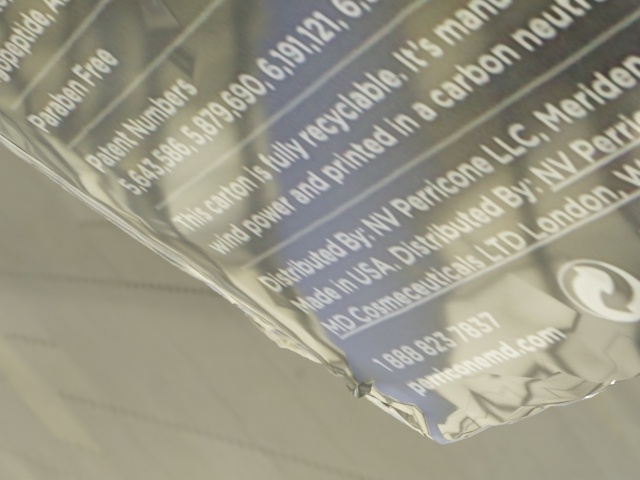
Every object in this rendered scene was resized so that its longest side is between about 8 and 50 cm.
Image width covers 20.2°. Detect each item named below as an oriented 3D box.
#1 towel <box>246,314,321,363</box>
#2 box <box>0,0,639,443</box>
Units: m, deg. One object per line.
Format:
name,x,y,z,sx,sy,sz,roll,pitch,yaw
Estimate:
towel,0.000,0.000,0.958,0.187,0.049,0.282,45,-167,26
box,0.005,-0.286,0.464,0.472,0.480,0.297,34,152,-12
